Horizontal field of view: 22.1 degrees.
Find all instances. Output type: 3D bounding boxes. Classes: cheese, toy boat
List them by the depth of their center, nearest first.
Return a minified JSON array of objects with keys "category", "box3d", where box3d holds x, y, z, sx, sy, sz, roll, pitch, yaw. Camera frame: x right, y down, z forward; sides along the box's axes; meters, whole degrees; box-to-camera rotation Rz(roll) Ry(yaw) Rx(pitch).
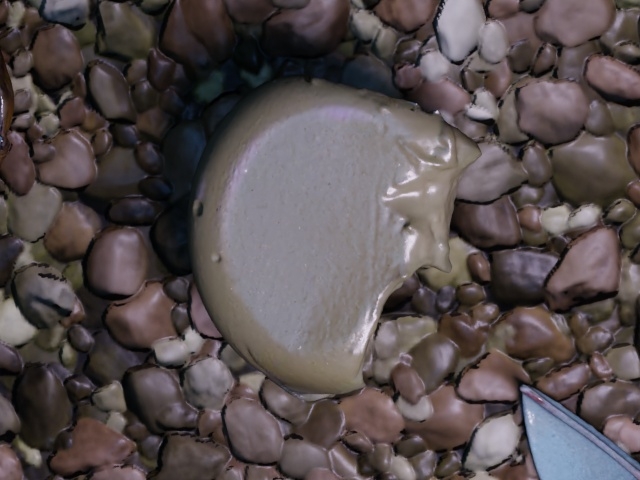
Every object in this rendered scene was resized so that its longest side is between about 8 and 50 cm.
[{"category":"cheese","box3d":[0.000,0.000,1.032,0.175,0.091,0.202,14,98,12]},{"category":"toy boat","box3d":[0.166,0.145,1.036,0.122,0.034,0.096,37,101,18]}]

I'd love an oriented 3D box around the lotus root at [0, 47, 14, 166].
[{"category":"lotus root","box3d":[-0.293,-0.185,1.103,0.167,0.078,0.329,-33,87,36]}]
